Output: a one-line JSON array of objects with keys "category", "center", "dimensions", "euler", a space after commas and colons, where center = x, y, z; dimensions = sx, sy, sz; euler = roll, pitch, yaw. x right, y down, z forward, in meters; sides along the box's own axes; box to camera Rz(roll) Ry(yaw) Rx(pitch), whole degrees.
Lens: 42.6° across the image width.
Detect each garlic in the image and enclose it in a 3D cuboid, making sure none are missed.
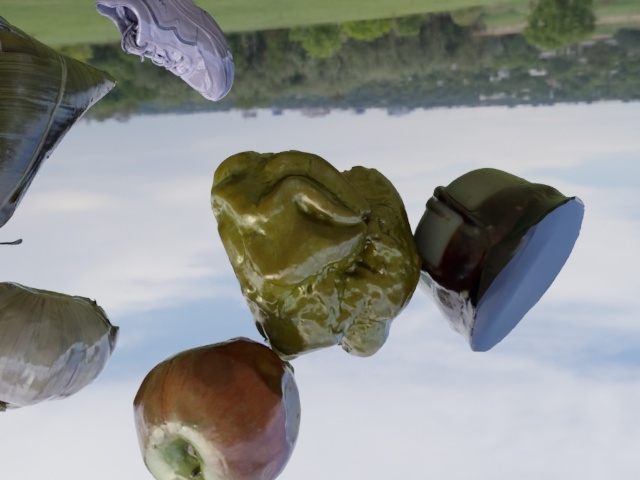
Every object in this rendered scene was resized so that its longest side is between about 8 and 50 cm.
[{"category": "garlic", "center": [-0.534, 0.181, 1.478], "dimensions": [0.322, 0.240, 0.322], "euler": [-3, 160, -1]}]

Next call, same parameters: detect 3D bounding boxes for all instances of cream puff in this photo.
[{"category": "cream puff", "center": [-0.004, -0.008, 1.155], "dimensions": [0.270, 0.323, 0.274], "euler": [-24, 152, -2]}]

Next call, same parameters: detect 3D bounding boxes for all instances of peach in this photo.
[{"category": "peach", "center": [-0.127, 0.220, 1.065], "dimensions": [0.214, 0.214, 0.235], "euler": [0, -163, 17]}]

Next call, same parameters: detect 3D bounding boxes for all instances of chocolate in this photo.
[{"category": "chocolate", "center": [0.243, 0.010, 1.244], "dimensions": [0.186, 0.283, 0.284], "euler": [36, -147, 26]}]

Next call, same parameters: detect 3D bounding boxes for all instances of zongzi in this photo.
[{"category": "zongzi", "center": [-0.249, -0.083, 0.726], "dimensions": [0.084, 0.187, 0.184], "euler": [2, 174, 26]}]

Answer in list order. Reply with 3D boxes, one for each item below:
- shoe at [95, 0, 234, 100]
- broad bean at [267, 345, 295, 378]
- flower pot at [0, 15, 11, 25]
[{"category": "shoe", "center": [-0.237, -0.311, 1.268], "dimensions": [0.137, 0.245, 0.095], "euler": [-43, -159, -29]}, {"category": "broad bean", "center": [-0.117, 0.289, 1.450], "dimensions": [0.169, 0.100, 0.227], "euler": [20, -116, 12]}, {"category": "flower pot", "center": [-0.602, -0.282, 1.272], "dimensions": [0.148, 0.235, 0.235], "euler": [37, -148, 23]}]
